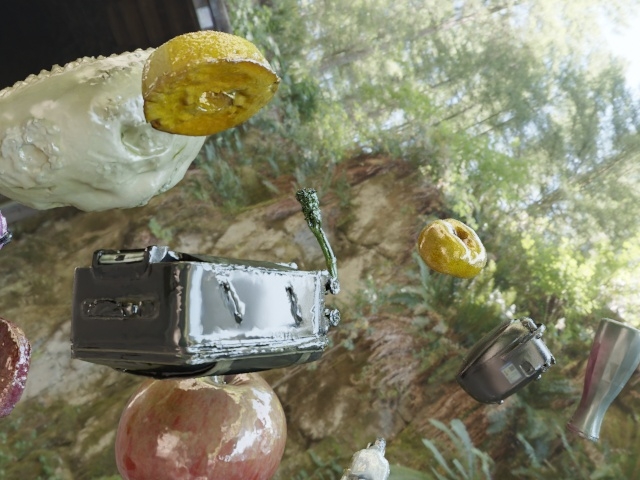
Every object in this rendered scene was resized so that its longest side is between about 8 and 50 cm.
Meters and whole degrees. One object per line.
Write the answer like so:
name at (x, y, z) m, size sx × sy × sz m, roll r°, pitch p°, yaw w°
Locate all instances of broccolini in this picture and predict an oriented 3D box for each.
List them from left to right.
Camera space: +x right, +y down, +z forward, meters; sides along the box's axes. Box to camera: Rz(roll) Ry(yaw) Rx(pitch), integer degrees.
broccolini at (0.000, 0.000, 1.259) m, size 0.054 × 0.051 × 0.239 m, roll -15°, pitch -80°, yaw 22°

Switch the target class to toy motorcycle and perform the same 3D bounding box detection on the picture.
toy motorcycle at (0.046, 0.380, 0.821) m, size 0.074 × 0.229 × 0.151 m, roll 26°, pitch -25°, yaw 10°

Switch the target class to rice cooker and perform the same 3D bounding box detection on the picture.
rice cooker at (0.362, 0.235, 1.145) m, size 0.118 × 0.203 × 0.142 m, roll 53°, pitch 10°, yaw 11°

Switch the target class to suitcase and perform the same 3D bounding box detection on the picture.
suitcase at (-0.179, 0.120, 0.957) m, size 0.283 × 0.433 × 0.194 m, roll -4°, pitch -99°, yaw 31°

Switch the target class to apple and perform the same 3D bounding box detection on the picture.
apple at (-0.233, 0.377, 1.186) m, size 0.344 × 0.344 × 0.270 m, roll -16°, pitch -118°, yaw 64°

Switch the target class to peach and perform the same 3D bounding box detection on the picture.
peach at (0.321, 0.019, 1.430) m, size 0.179 × 0.179 × 0.103 m, roll 50°, pitch -51°, yaw 23°

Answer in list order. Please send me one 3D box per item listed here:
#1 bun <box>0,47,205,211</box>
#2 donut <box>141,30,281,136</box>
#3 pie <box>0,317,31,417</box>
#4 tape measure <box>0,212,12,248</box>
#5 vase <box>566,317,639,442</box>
bun at (-0.359, -0.165, 0.908) m, size 0.326 × 0.362 × 0.235 m, roll 14°, pitch -55°, yaw 42°
donut at (-0.139, -0.193, 0.709) m, size 0.066 × 0.162 × 0.178 m, roll 69°, pitch 13°, yaw 11°
pie at (-0.660, 0.259, 1.165) m, size 0.218 × 0.205 × 0.054 m, roll 24°, pitch -3°, yaw 36°
tape measure at (-0.424, -0.010, 0.652) m, size 0.074 × 0.125 × 0.118 m, roll 9°, pitch -41°, yaw 53°
vase at (0.513, 0.254, 1.054) m, size 0.086 × 0.086 × 0.214 m, roll 23°, pitch -90°, yaw 53°
